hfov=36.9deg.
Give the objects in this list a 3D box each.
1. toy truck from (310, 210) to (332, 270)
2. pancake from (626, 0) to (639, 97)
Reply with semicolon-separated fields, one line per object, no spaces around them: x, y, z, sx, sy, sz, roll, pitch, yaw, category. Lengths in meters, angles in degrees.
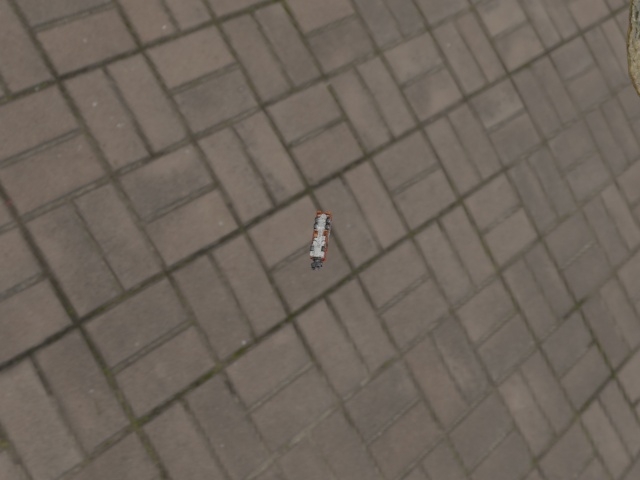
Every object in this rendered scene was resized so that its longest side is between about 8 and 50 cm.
0.000;0.000;1.314;0.024;0.032;0.083;4;62;10;toy truck
0.305;-0.156;0.721;0.028;0.158;0.158;0;69;-79;pancake
